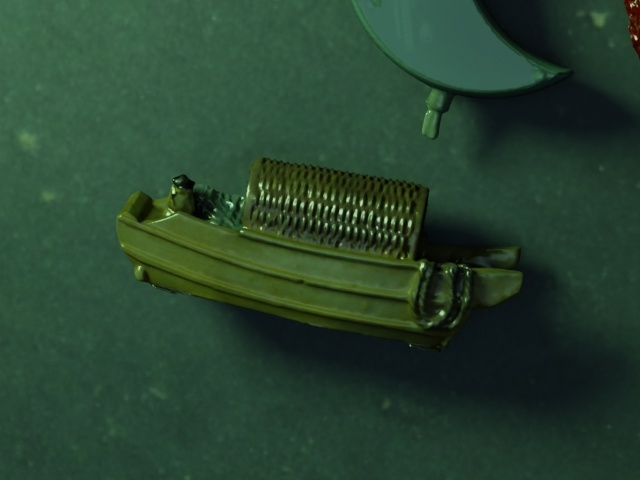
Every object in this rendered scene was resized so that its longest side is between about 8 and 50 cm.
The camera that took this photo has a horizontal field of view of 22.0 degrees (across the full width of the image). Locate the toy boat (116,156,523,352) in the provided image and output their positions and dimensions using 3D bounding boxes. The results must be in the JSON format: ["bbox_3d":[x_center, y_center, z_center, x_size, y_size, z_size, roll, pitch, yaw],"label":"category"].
[{"bbox_3d":[0.000,0.000,1.254,0.310,0.089,0.115,13,108,5],"label":"toy boat"}]

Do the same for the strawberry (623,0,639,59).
[{"bbox_3d":[0.278,-0.171,1.178,0.131,0.131,0.148,-4,81,8],"label":"strawberry"}]

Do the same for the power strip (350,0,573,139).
[{"bbox_3d":[0.100,-0.203,1.232,0.167,0.054,0.253,-3,97,10],"label":"power strip"}]
